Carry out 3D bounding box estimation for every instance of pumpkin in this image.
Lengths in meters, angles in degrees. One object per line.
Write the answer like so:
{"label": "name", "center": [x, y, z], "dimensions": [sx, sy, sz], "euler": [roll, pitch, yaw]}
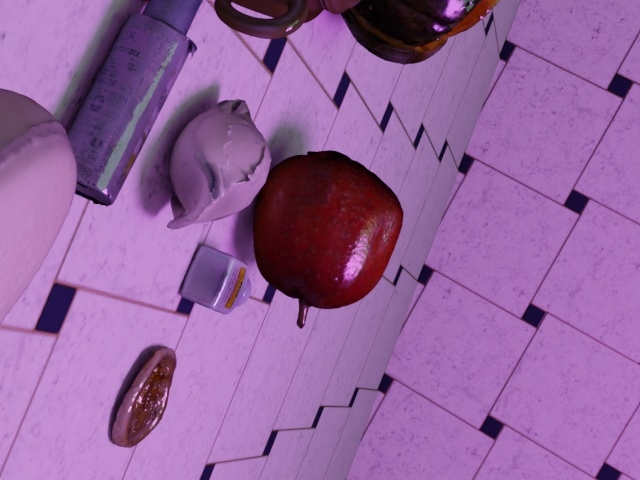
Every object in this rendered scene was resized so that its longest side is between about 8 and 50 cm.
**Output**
{"label": "pumpkin", "center": [0.158, -0.383, 1.415], "dimensions": [0.320, 0.192, 0.320], "euler": [-43, 177, -3]}

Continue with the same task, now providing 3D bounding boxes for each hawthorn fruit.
{"label": "hawthorn fruit", "center": [0.000, 0.000, 1.447], "dimensions": [0.215, 0.215, 0.249], "euler": [21, 88, -75]}

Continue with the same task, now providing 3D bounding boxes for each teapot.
{"label": "teapot", "center": [-0.008, -0.306, 1.072], "dimensions": [0.267, 0.175, 0.185], "euler": [-61, 161, -26]}

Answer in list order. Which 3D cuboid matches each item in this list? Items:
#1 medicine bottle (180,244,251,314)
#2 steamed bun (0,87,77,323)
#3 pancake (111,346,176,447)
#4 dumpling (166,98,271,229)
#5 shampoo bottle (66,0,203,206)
{"label": "medicine bottle", "center": [-0.130, 0.055, 1.345], "dimensions": [0.118, 0.055, 0.074], "euler": [44, 66, -74]}
{"label": "steamed bun", "center": [-0.260, -0.010, 0.668], "dimensions": [0.228, 0.131, 0.177], "euler": [-60, 172, -35]}
{"label": "pancake", "center": [-0.217, 0.196, 1.293], "dimensions": [0.139, 0.022, 0.139], "euler": [21, 90, -76]}
{"label": "dumpling", "center": [-0.118, -0.075, 1.150], "dimensions": [0.127, 0.108, 0.188], "euler": [-52, -160, 47]}
{"label": "shampoo bottle", "center": [-0.170, -0.137, 0.934], "dimensions": [0.072, 0.072, 0.214], "euler": [62, 50, -70]}
